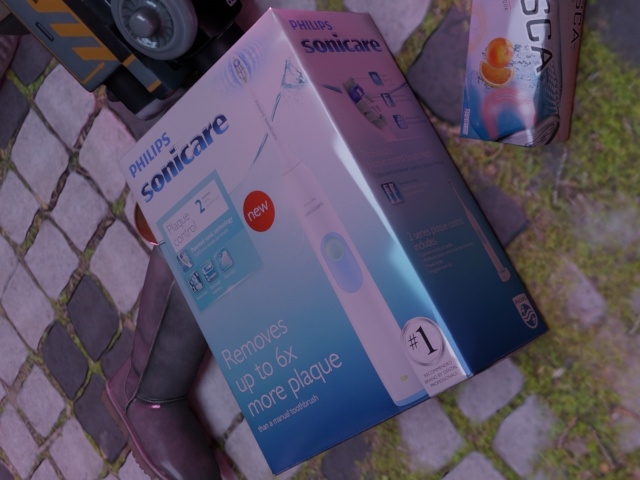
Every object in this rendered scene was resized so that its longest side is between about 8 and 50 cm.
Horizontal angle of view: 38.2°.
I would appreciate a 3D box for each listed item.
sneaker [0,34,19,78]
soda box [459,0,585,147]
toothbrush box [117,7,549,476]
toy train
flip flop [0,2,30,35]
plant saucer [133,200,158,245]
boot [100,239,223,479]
[{"bbox_3d":[-0.453,-0.195,1.030,0.150,0.135,0.366,46,123,17],"label":"sneaker"},{"bbox_3d":[0.141,-0.158,0.625,0.058,0.063,0.183,13,108,36],"label":"soda box"},{"bbox_3d":[0.000,0.000,0.731,0.216,0.126,0.295,-35,77,37],"label":"toothbrush box"},{"bbox_3d":[-0.208,-0.249,0.775,0.334,0.142,0.190,46,136,-16],"label":"toy train"},{"bbox_3d":[-0.248,-0.311,0.881,0.112,0.080,0.277,34,111,-17],"label":"flip flop"},{"bbox_3d":[-0.137,-0.030,0.878,0.083,0.015,0.083,-9,63,18],"label":"plant saucer"},{"bbox_3d":[-0.129,0.123,0.899,0.189,0.076,0.208,41,115,23],"label":"boot"}]
